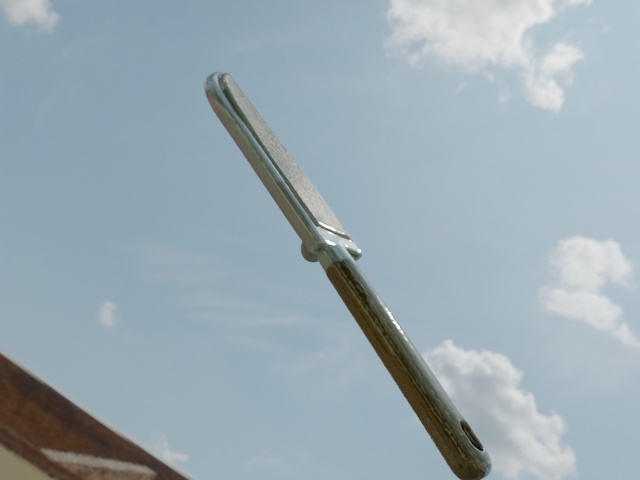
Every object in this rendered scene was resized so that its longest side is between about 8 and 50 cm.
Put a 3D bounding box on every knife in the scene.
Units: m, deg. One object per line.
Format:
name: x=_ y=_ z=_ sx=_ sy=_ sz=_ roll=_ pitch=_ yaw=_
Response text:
knife: x=0.001 y=0.000 z=0.479 sx=0.061 sy=0.027 sz=0.343 roll=20 pitch=31 yaw=-57
